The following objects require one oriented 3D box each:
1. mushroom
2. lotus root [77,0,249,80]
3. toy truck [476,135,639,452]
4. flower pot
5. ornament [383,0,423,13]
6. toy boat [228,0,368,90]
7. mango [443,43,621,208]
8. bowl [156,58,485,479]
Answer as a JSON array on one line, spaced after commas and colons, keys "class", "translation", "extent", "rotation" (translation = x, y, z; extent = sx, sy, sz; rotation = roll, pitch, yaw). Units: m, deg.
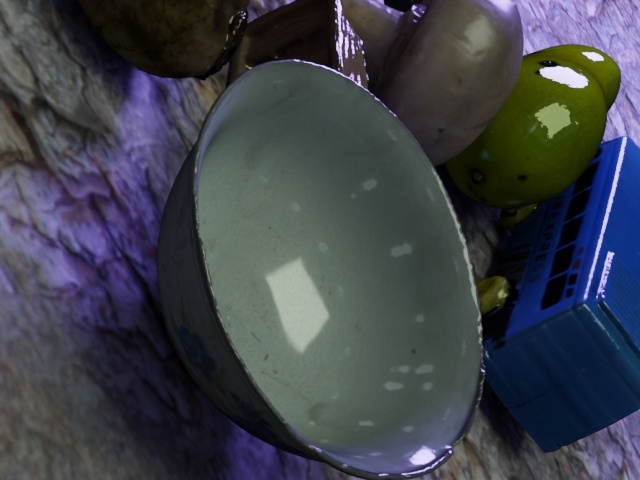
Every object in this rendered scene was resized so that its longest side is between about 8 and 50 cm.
[{"class": "mushroom", "translation": [0.093, -0.179, 1.527], "extent": [0.209, 0.206, 0.206], "rotation": [61, 29, 5]}, {"class": "lotus root", "translation": [-0.136, -0.219, 1.267], "extent": [0.214, 0.138, 0.138], "rotation": [55, 30, -14]}, {"class": "toy truck", "translation": [0.267, 0.044, 1.655], "extent": [0.161, 0.162, 0.385], "rotation": [53, 31, -15]}, {"class": "flower pot", "translation": [0.000, 0.000, 1.341], "extent": [0.111, 0.111, 0.089], "rotation": [-29, 105, -60]}, {"class": "ornament", "translation": [0.051, -0.301, 1.633], "extent": [0.236, 0.202, 0.080], "rotation": [-1, 47, -35]}, {"class": "toy boat", "translation": [-0.018, -0.123, 1.387], "extent": [0.061, 0.116, 0.188], "rotation": [48, 31, -38]}, {"class": "mango", "translation": [0.225, -0.130, 1.710], "extent": [0.293, 0.175, 0.143], "rotation": [-42, 112, -53]}, {"class": "bowl", "translation": [-0.029, 0.038, 1.195], "extent": [0.313, 0.146, 0.313], "rotation": [28, 51, -42]}]
